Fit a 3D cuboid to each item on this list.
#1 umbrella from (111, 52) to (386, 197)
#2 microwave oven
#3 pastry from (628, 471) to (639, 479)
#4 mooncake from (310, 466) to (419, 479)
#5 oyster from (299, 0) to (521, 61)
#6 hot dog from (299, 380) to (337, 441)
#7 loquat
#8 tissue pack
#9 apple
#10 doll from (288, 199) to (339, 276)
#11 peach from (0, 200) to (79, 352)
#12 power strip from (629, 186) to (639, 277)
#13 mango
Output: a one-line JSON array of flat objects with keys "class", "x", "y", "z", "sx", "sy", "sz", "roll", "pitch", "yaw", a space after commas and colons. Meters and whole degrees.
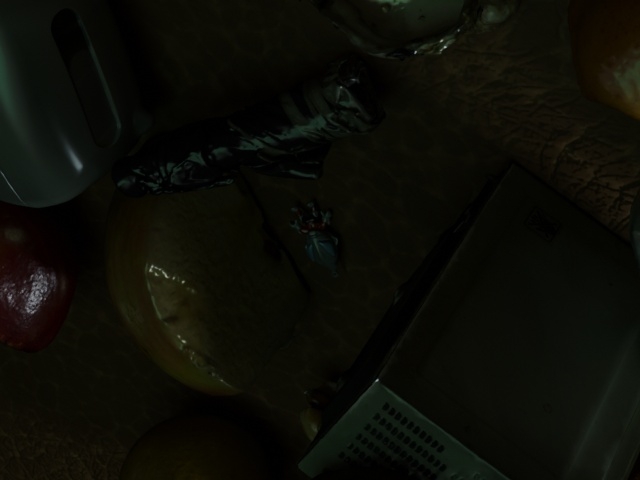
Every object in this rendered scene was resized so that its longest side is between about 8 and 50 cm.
[{"class": "umbrella", "x": -0.090, "y": -0.117, "z": 1.696, "sx": 0.357, "sy": 0.113, "sz": 0.106, "roll": -18, "pitch": 124, "yaw": 23}, {"class": "microwave oven", "x": 0.210, "y": 0.171, "z": 1.591, "sx": 0.333, "sy": 0.394, "sz": 0.247, "roll": 36, "pitch": 138, "yaw": 2}, {"class": "pastry", "x": 0.452, "y": 0.458, "z": 1.723, "sx": 0.388, "sy": 0.388, "sz": 0.312, "roll": 31, "pitch": 109, "yaw": 7}, {"class": "mooncake", "x": 0.063, "y": 0.350, "z": 1.462, "sx": 0.245, "sy": 0.133, "sz": 0.245, "roll": 26, "pitch": 139, "yaw": 24}, {"class": "oyster", "x": 0.070, "y": -0.300, "z": 1.513, "sx": 0.294, "sy": 0.094, "sz": 0.166, "roll": 43, "pitch": 121, "yaw": 8}, {"class": "hot dog", "x": 0.079, "y": 0.301, "z": 2.015, "sx": 0.269, "sy": 0.109, "sz": 0.072, "roll": 38, "pitch": 130, "yaw": -6}, {"class": "loquat", "x": -0.185, "y": 0.401, "z": 2.191, "sx": 0.275, "sy": 0.275, "sz": 0.275, "roll": 19, "pitch": 135, "yaw": 20}, {"class": "tissue pack", "x": -0.365, "y": -0.214, "z": 1.765, "sx": 0.236, "sy": 0.229, "sz": 0.333, "roll": 7, "pitch": 130, "yaw": 33}, {"class": "apple", "x": -0.176, "y": 0.029, "z": 1.898, "sx": 0.252, "sy": 0.314, "sz": 0.309, "roll": -35, "pitch": 113, "yaw": 4}, {"class": "doll", "x": 0.000, "y": 0.000, "z": 1.852, "sx": 0.057, "sy": 0.039, "sz": 0.114, "roll": -25, "pitch": 106, "yaw": 0}, {"class": "peach", "x": -0.473, "y": 0.036, "z": 2.060, "sx": 0.245, "sy": 0.248, "sz": 0.275, "roll": -34, "pitch": 108, "yaw": 21}, {"class": "power strip", "x": 0.423, "y": 0.017, "z": 1.429, "sx": 0.141, "sy": 0.229, "sz": 0.261, "roll": 0, "pitch": 126, "yaw": 33}, {"class": "mango", "x": 0.401, "y": -0.185, "z": 1.302, "sx": 0.350, "sy": 0.201, "sz": 0.199, "roll": 2, "pitch": 157, "yaw": 23}]
